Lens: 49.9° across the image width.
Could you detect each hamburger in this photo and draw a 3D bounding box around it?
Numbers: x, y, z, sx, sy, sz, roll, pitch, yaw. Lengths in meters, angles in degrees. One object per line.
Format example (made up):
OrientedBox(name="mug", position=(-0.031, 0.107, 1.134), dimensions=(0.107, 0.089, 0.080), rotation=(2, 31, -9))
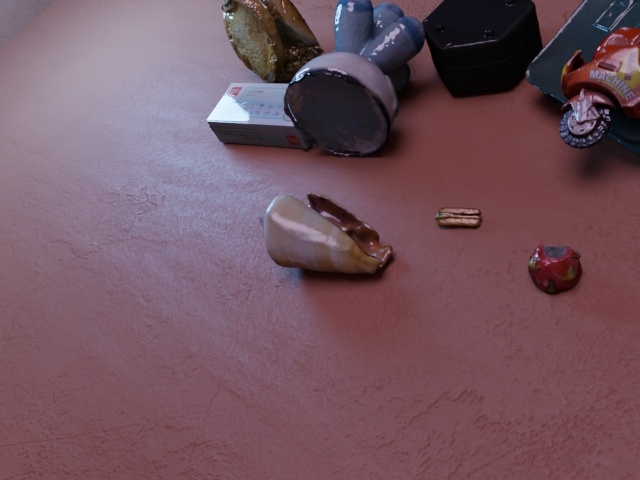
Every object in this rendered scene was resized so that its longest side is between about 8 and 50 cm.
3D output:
OrientedBox(name="hamburger", position=(-0.122, -0.499, 1.644), dimensions=(0.146, 0.243, 0.286), rotation=(-41, 62, -13))

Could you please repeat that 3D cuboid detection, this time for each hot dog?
OrientedBox(name="hot dog", position=(0.245, -0.040, 1.223), dimensions=(0.083, 0.021, 0.037), rotation=(5, 76, 27))

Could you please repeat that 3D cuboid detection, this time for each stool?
OrientedBox(name="stool", position=(0.331, -0.418, 1.412), dimensions=(0.232, 0.141, 0.232), rotation=(-14, 47, 16))

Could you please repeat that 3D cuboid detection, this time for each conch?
OrientedBox(name="conch", position=(-0.004, 0.008, 1.262), dimensions=(0.255, 0.127, 0.158), rotation=(33, 39, 19))

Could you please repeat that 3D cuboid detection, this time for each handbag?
OrientedBox(name="handbag", position=(0.538, -0.302, 1.199), dimensions=(0.238, 0.089, 0.326), rotation=(-51, 42, 13))

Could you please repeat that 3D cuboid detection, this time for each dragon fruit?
OrientedBox(name="dragon fruit", position=(0.359, 0.045, 1.068), dimensions=(0.083, 0.056, 0.060), rotation=(7, 56, 29))

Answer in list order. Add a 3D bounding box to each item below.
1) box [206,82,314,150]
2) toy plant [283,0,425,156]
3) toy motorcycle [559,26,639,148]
OrientedBox(name="box", position=(-0.118, -0.286, 1.571), dimensions=(0.269, 0.079, 0.135), rotation=(8, 58, 32))
OrientedBox(name="toy plant", position=(0.090, -0.367, 1.429), dimensions=(0.247, 0.247, 0.332), rotation=(7, 56, 31))
OrientedBox(name="toy motorcycle", position=(0.497, -0.277, 1.094), dimensions=(0.298, 0.089, 0.171), rotation=(-36, 48, 22))
